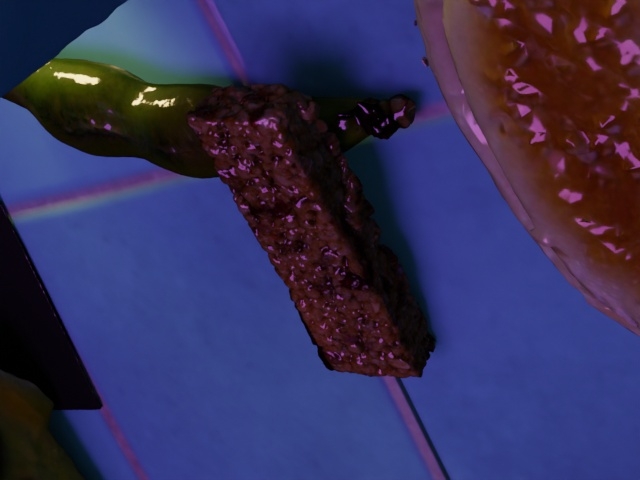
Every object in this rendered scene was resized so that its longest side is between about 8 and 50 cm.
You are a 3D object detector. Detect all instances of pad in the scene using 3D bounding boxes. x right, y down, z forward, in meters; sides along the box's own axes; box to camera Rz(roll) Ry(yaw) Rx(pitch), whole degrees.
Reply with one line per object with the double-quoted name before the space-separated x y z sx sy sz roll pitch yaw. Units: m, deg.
"pad" -0.256 0.014 1.129 0.170 0.006 0.245 -6 117 38

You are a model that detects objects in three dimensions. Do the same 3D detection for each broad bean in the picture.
"broad bean" -0.079 -0.065 0.915 0.297 0.043 0.060 10 119 30

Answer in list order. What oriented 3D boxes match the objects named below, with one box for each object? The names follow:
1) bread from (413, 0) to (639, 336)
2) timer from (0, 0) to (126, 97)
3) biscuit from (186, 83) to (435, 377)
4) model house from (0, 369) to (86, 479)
"bread" 0.179 -0.092 0.620 0.305 0.159 0.306 23 134 25
"timer" -0.144 -0.188 0.739 0.091 0.232 0.250 32 136 12
"biscuit" 0.000 0.000 0.874 0.064 0.034 0.199 -2 134 31
"model house" -0.279 0.177 1.136 0.193 0.175 0.234 -8 122 41
